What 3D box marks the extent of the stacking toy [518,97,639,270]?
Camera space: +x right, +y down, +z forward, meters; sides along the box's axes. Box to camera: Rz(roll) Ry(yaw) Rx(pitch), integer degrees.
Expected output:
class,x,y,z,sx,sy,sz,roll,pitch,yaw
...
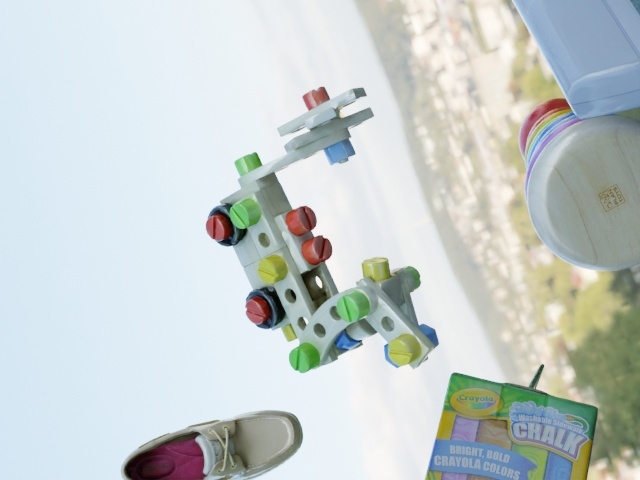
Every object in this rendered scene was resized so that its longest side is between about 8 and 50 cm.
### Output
class,x,y,z,sx,sy,sz,roll,pitch,yaw
stacking toy,0.255,-0.083,1.172,0.330,0.141,0.141,-86,-26,-73

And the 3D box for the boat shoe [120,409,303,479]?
class,x,y,z,sx,sy,sz,roll,pitch,yaw
boat shoe,-0.099,0.194,1.063,0.059,0.170,0.063,65,-172,-79

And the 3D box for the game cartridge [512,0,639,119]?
class,x,y,z,sx,sy,sz,roll,pitch,yaw
game cartridge,0.310,-0.216,0.936,0.060,0.294,0.196,52,-164,-48

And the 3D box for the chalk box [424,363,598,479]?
class,x,y,z,sx,sy,sz,roll,pitch,yaw
chalk box,0.154,0.204,1.006,0.132,0.132,0.213,92,-166,-52

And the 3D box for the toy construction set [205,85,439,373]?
class,x,y,z,sx,sy,sz,roll,pitch,yaw
toy construction set,0.000,0.000,1.270,0.151,0.215,0.327,-3,-106,-44
